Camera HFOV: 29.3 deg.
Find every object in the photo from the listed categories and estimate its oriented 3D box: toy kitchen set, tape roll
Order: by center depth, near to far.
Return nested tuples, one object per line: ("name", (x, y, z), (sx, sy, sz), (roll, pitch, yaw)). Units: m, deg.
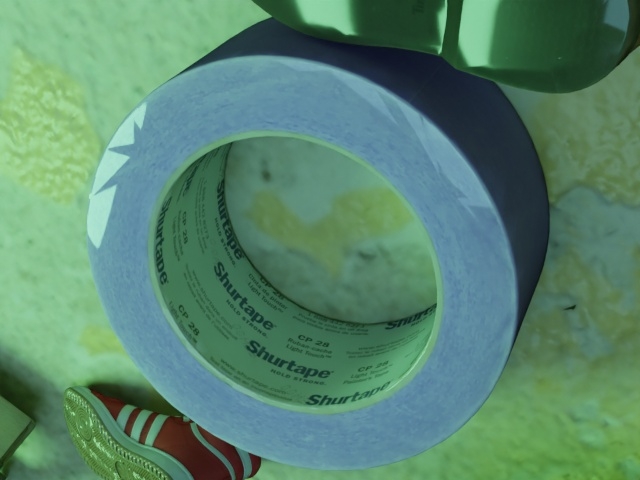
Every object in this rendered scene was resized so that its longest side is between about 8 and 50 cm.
("tape roll", (0.000, 0.000, 0.534), (0.189, 0.080, 0.189), (8, 116, 18))
("toy kitchen set", (-0.212, 0.115, 0.677), (0.075, 0.083, 0.068), (37, 162, 1))

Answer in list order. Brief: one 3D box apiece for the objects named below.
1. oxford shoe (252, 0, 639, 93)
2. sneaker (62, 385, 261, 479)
("oxford shoe", (0.034, -0.115, 0.478), (0.212, 0.076, 0.076), (28, 124, 24))
("sneaker", (-0.081, 0.101, 0.640), (0.118, 0.067, 0.042), (28, 128, 42))
